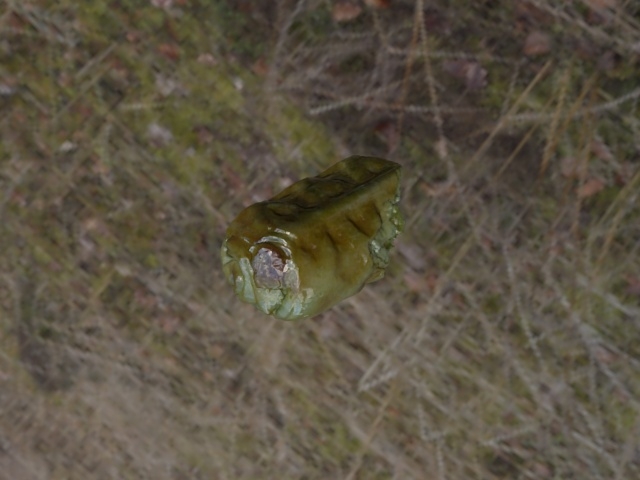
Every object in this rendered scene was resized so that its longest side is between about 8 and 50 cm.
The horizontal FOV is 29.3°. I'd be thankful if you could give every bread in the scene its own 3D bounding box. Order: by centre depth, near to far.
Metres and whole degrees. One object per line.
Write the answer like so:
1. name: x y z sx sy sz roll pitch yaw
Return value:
1. bread: 0.000 0.000 0.612 0.066 0.110 0.060 49 140 14
